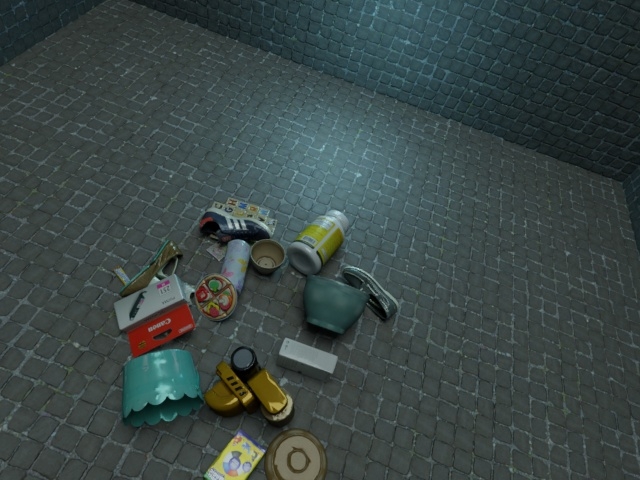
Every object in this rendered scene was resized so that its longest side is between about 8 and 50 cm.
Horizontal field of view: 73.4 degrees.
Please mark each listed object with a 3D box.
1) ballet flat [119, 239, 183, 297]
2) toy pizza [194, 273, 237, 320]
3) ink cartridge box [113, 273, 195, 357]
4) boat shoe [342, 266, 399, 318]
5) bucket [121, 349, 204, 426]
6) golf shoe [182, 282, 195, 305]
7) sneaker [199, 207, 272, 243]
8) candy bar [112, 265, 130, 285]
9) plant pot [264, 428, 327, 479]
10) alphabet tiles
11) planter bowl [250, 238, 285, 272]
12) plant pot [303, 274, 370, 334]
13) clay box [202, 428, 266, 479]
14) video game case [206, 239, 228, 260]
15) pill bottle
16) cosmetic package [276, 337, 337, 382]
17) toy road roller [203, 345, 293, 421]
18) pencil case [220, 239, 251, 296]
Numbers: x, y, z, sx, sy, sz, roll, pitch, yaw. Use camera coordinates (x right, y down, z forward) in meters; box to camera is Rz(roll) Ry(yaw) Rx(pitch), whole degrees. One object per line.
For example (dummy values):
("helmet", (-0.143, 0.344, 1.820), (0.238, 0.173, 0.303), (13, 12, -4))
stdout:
("ballet flat", (-0.713, 0.142, 1.868), (0.124, 0.116, 0.343), (41, 43, -12))
("toy pizza", (-0.449, 0.241, 1.822), (0.201, 0.032, 0.202), (0, 89, 15))
("ink cartridge box", (-0.668, 0.299, 1.727), (0.274, 0.060, 0.239), (-26, 61, -6))
("boat shoe", (0.221, 0.246, 2.026), (0.319, 0.116, 0.099), (39, 50, 9))
("bucket", (-0.560, 0.518, 1.515), (0.280, 0.281, 0.183), (-7, 58, -20))
("golf shoe", (-0.593, 0.263, 1.829), (0.085, 0.069, 0.176), (27, 53, -2))
("sneaker", (-0.409, -0.036, 2.040), (0.349, 0.131, 0.148), (15, 47, 8))
("candy bar", (-0.844, 0.172, 1.859), (0.040, 0.018, 0.161), (-33, 68, -33))
("plant pot", (-0.086, 0.808, 1.569), (0.236, 0.032, 0.237), (7, 53, -9))
("alphabet tiles", (-0.400, -0.089, 2.172), (0.342, 0.011, 0.285), (17, 49, -3))
("planter bowl", (-0.251, 0.091, 2.020), (0.161, 0.109, 0.162), (7, 52, -9))
("plant pot", (0.048, 0.291, 1.865), (0.292, 0.293, 0.197), (19, 77, 0))
("clay box", (-0.308, 0.797, 1.504), (0.127, 0.053, 0.222), (34, 52, 12))
("video game case", (-0.473, 0.038, 2.064), (0.087, 0.011, 0.122), (37, 53, 14))
("pill bottle", (0.000, 0.000, 2.107), (0.187, 0.188, 0.334), (34, 52, 12))
("cosmetic package", (-0.057, 0.493, 1.763), (0.230, 0.117, 0.086), (20, 52, 2))
("toy road roller", (-0.274, 0.583, 1.592), (0.240, 0.203, 0.329), (-39, 65, -21))
("pencil case", (-0.396, 0.127, 1.949), (0.124, 0.113, 0.273), (-16, 47, 25))
